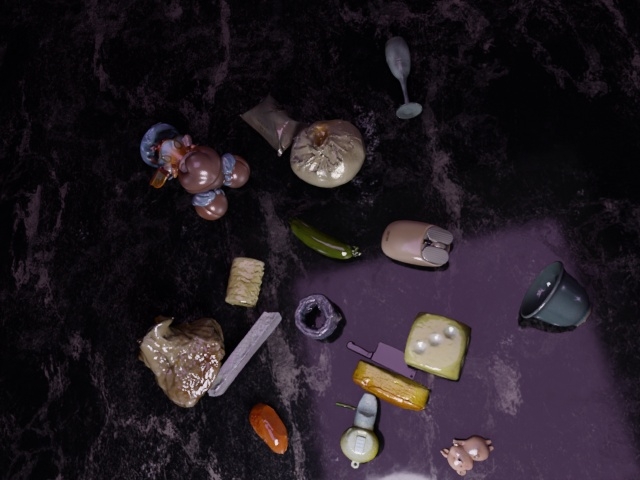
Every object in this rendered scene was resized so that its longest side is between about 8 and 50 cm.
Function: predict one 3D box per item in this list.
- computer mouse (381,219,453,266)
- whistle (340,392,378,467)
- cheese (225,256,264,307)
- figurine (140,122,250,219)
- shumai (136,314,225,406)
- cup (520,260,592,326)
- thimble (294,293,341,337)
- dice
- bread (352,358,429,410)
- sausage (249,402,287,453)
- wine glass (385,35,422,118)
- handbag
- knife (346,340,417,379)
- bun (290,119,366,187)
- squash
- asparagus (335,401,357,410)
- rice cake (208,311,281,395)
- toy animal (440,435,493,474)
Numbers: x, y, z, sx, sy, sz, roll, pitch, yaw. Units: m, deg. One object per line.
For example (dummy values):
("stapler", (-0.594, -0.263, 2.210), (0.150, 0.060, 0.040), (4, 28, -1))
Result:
("computer mouse", (0.322, 0.007, 1.776), (0.236, 0.082, 0.145), (13, 76, 20))
("whistle", (0.130, 0.591, 1.638), (0.122, 0.123, 0.223), (7, 62, 18))
("cheese", (-0.273, 0.150, 1.892), (0.123, 0.094, 0.167), (5, 74, 19))
("figurine", (-0.496, -0.277, 2.037), (0.387, 0.248, 0.277), (30, 85, 32))
("shumai", (-0.489, 0.383, 1.759), (0.266, 0.262, 0.314), (-14, 59, 29))
("cup", (0.719, 0.183, 1.568), (0.149, 0.199, 0.199), (32, 83, 5))
("thimble", (-0.010, 0.257, 1.781), (0.149, 0.098, 0.150), (-5, 72, 15))
("dice", (0.360, 0.323, 1.613), (0.169, 0.169, 0.166), (15, 77, 19))
("bread", (0.217, 0.457, 1.650), (0.245, 0.102, 0.095), (20, 79, 19))
("sausage", (-0.167, 0.610, 1.718), (0.089, 0.089, 0.179), (-45, 64, -1))
("wine glass", (0.241, -0.626, 1.919), (0.096, 0.264, 0.310), (-28, 62, 45))
("handbag", (-0.175, -0.465, 2.056), (0.182, 0.117, 0.270), (-41, 65, -9))
("knife", (0.203, 0.374, 1.728), (0.245, 0.019, 0.072), (22, 78, 18))
("bun", (0.024, -0.334, 1.936), (0.286, 0.146, 0.288), (-4, 72, 12))
("squash", (-0.002, 0.000, 1.877), (0.318, 0.080, 0.071), (27, 120, 23))
("asparagus", (0.103, 0.543, 1.701), (0.114, 0.014, 0.015), (11, 110, 20))
("rice cake", (-0.265, 0.387, 1.825), (0.056, 0.073, 0.365), (35, 85, 26))
("toy animal", (0.437, 0.629, 1.549), (0.150, 0.089, 0.084), (-27, 47, 10))
